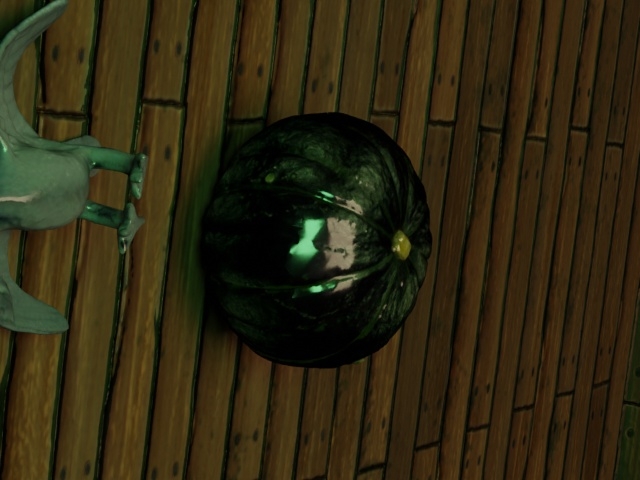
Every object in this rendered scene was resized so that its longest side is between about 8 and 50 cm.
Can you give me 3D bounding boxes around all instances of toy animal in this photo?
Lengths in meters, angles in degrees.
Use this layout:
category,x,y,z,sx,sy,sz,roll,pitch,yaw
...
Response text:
category,x,y,z,sx,sy,sz,roll,pitch,yaw
toy animal,-0.205,-0.047,1.273,0.255,0.176,0.239,-114,-148,-80

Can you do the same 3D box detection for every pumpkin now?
category,x,y,z,sx,sy,sz,roll,pitch,yaw
pumpkin,0.000,0.000,1.558,0.220,0.162,0.220,-17,109,-62
